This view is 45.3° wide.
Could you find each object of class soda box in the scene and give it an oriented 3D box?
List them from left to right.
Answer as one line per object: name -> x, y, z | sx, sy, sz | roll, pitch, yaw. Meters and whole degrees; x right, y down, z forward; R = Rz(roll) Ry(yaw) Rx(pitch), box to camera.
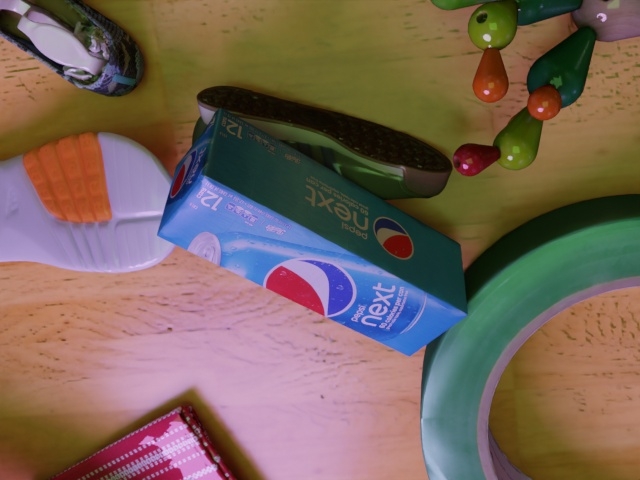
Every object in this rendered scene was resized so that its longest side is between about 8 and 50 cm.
soda box -> 0.000, 0.000, 0.530 | 0.210, 0.071, 0.067 | 27, 131, -22

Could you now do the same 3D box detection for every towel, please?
towel -> -0.121, 0.299, 0.702 | 0.199, 0.031, 0.275 | -31, 97, 17

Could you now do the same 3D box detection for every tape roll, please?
tape roll -> 0.236, 0.128, 0.578 | 0.321, 0.077, 0.321 | 2, 106, 8

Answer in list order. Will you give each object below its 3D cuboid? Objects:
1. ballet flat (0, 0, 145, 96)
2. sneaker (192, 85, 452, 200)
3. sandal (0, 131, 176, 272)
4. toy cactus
ballet flat -> -0.218, -0.172, 0.571 | 0.188, 0.070, 0.070 | 30, 107, 0
sneaker -> -0.005, -0.050, 0.579 | 0.192, 0.064, 0.086 | 16, 122, -1
sandal -> -0.202, -0.028, 0.610 | 0.265, 0.076, 0.102 | 0, 91, 30
toy cactus -> 0.151, -0.152, 0.509 | 0.180, 0.112, 0.219 | -2, 83, -15
